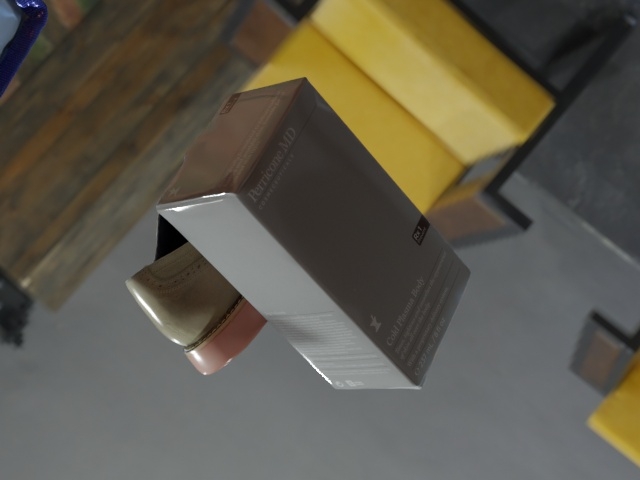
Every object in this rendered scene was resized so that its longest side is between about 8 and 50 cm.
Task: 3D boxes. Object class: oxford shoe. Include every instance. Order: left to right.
[{"bbox_3d":[-0.083,-0.037,1.540,0.146,0.397,0.140,42,125,-14],"label":"oxford shoe"}]

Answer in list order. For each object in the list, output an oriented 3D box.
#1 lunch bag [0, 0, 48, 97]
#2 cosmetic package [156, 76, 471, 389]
[{"bbox_3d":[-0.444,-0.226,1.036,0.328,0.239,0.385,11,158,32],"label":"lunch bag"},{"bbox_3d":[0.000,0.000,1.119,0.107,0.127,0.238,-5,138,44],"label":"cosmetic package"}]
